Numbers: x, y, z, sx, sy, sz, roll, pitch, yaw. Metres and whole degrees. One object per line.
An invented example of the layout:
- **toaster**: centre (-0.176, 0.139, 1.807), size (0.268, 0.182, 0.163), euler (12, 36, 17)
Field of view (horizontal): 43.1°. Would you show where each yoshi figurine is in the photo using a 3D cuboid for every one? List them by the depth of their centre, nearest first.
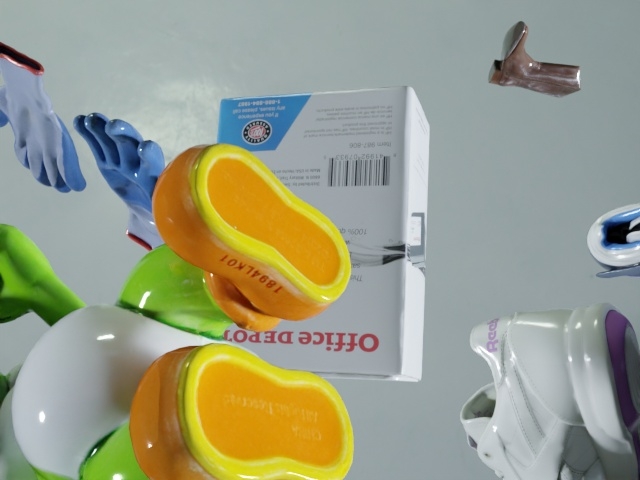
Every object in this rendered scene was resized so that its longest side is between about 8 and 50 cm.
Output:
- **yoshi figurine**: centre (-0.164, 0.085, 0.440), size (0.204, 0.362, 0.203), euler (-30, 91, -51)

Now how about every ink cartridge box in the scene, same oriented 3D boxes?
- **ink cartridge box**: centre (0.000, 0.000, 1.160), size (0.286, 0.166, 0.394), euler (0, 78, 17)

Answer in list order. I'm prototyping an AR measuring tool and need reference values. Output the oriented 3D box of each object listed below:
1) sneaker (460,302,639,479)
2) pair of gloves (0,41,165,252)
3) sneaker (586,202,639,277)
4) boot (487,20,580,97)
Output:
- **sneaker**: centre (0.210, 0.190, 0.711), size (0.152, 0.305, 0.114), euler (-3, 21, 28)
- **pair of gloves**: centre (-0.178, -0.061, 0.603), size (0.198, 0.159, 0.023), euler (30, 60, 12)
- **sneaker**: centre (0.647, 0.008, 1.453), size (0.323, 0.236, 0.130), euler (1, 79, 26)
- **boot**: centre (0.278, -0.221, 1.004), size (0.114, 0.106, 0.037), euler (11, 62, -5)
